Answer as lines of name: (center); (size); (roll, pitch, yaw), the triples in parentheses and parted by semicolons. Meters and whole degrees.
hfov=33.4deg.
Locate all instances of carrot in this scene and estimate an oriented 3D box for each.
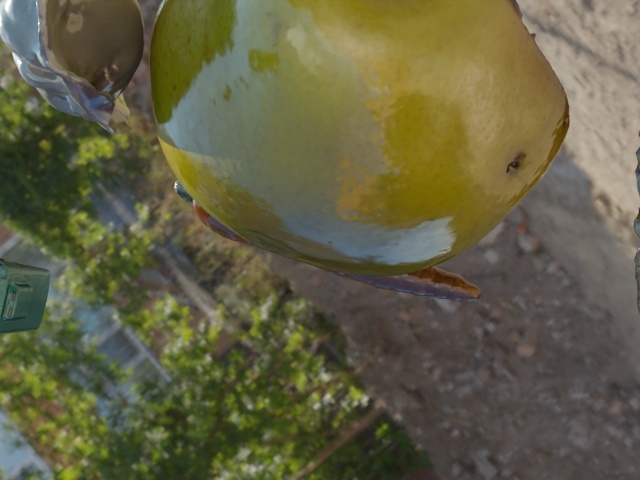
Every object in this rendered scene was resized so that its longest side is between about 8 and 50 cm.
carrot: (0.000, 0.000, 1.049); (0.336, 0.069, 0.069); (22, 166, 17)

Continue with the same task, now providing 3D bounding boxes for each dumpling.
dumpling: (-0.194, -0.152, 0.831); (0.188, 0.108, 0.127); (73, -171, -51)

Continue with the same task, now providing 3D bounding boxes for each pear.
pear: (0.010, -0.079, 0.854); (0.341, 0.191, 0.386); (21, 169, 8)

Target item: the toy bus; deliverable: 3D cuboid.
toy bus: (-0.340, 0.055, 1.099); (0.092, 0.079, 0.160); (11, 177, 3)

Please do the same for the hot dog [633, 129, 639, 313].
hot dog: (0.572, -0.054, 1.288); (0.196, 0.365, 0.367); (33, 143, 46)
